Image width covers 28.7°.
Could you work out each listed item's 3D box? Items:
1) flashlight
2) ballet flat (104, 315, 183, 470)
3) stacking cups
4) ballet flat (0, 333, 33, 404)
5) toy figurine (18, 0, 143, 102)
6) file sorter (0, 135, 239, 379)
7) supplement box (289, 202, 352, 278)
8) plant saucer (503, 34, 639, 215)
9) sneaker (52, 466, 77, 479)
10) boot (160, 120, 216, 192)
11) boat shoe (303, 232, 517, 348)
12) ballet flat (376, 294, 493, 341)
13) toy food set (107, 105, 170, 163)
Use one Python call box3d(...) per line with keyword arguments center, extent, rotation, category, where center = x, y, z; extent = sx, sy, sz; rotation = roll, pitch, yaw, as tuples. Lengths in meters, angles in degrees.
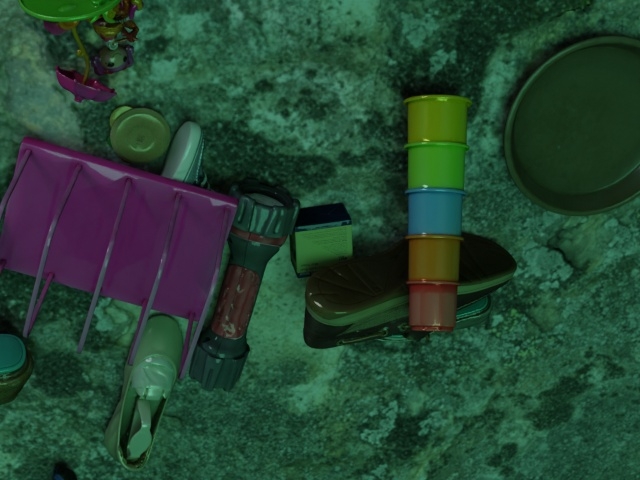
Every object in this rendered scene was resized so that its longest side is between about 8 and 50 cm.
box3d(center=(-0.116, 0.069, 1.758), extent=(0.103, 0.103, 0.304), rotation=(2, 115, -37), category="flashlight")
box3d(center=(-0.252, 0.230, 1.828), extent=(0.086, 0.086, 0.248), rotation=(11, 114, -18), category="ballet flat")
box3d(center=(0.162, -0.035, 1.693), extent=(0.096, 0.096, 0.316), rotation=(0, 85, -14), category="stacking cups")
box3d(center=(-0.561, 0.187, 1.678), extent=(0.342, 0.116, 0.124), rotation=(-1, 137, -18), category="ballet flat")
box3d(center=(-0.280, -0.252, 1.570), extent=(0.173, 0.130, 0.159), rotation=(-28, 138, -26), category="toy figurine")
box3d(center=(-0.279, 0.033, 1.615), extent=(0.290, 0.182, 0.202), rotation=(16, 122, -8), category="file sorter")
box3d(center=(0.000, 0.000, 1.781), extent=(0.083, 0.056, 0.083), rotation=(-8, 119, -9), category="supplement box")
box3d(center=(0.390, -0.166, 1.797), extent=(0.278, 0.041, 0.278), rotation=(-6, 119, -11), category="plant saucer")
box3d(center=(-0.424, 0.439, 1.901), extent=(0.087, 0.083, 0.221), rotation=(15, 109, -12), category="sneaker")
box3d(center=(-0.172, -0.073, 1.702), extent=(0.086, 0.069, 0.190), rotation=(10, 123, -24), category="boot")
box3d(center=(0.125, 0.082, 1.801), extent=(0.342, 0.123, 0.123), rotation=(-16, 136, -29), category="boat shoe")
box3d(center=(0.155, 0.121, 1.880), extent=(0.213, 0.072, 0.068), rotation=(-11, 150, -5), category="ballet flat")
box3d(center=(-0.242, -0.139, 1.670), extent=(0.083, 0.020, 0.082), rotation=(1, 117, -14), category="toy food set")
